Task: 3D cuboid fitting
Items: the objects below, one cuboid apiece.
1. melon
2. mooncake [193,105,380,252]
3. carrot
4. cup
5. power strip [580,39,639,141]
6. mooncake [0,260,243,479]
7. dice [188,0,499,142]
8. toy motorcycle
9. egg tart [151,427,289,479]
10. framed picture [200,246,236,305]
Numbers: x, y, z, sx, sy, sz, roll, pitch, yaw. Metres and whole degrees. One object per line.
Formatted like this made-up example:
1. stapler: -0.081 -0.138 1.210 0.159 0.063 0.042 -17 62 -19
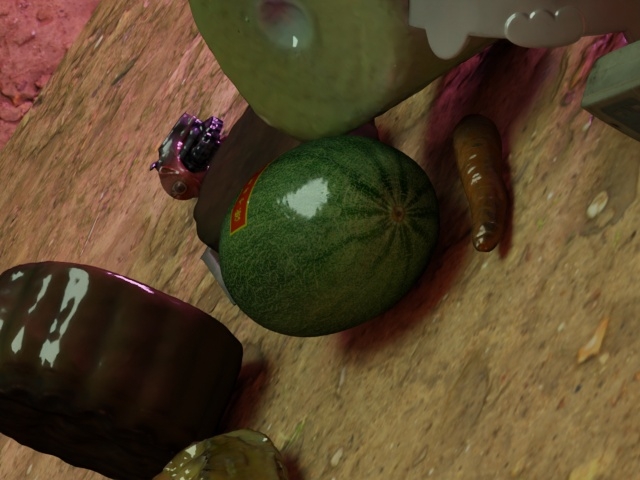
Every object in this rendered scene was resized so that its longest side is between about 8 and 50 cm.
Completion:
1. melon: 0.000 0.000 1.861 0.287 0.182 0.182 -31 35 54
2. mooncake: -0.027 -0.066 2.120 0.228 0.124 0.228 -45 23 26
3. carrot: 0.146 -0.049 1.772 0.047 0.047 0.191 -49 26 31
4. cup: 0.146 -0.282 1.631 0.219 0.289 0.258 -69 -23 -83
5. power strip: 0.288 -0.127 1.459 0.272 0.078 0.052 -19 46 62
6. mooncake: -0.238 0.144 2.105 0.290 0.290 0.161 -25 42 60
7. dice: 0.041 -0.258 1.892 0.252 0.254 0.250 -26 10 47
8. toy motorcycle: -0.178 -0.111 2.627 0.118 0.084 0.212 -63 11 -3
9. egg tart: -0.129 0.279 1.869 0.252 0.098 0.232 -28 43 37
10. framed picture: -0.052 -0.063 2.333 0.274 0.017 0.217 -59 19 7
